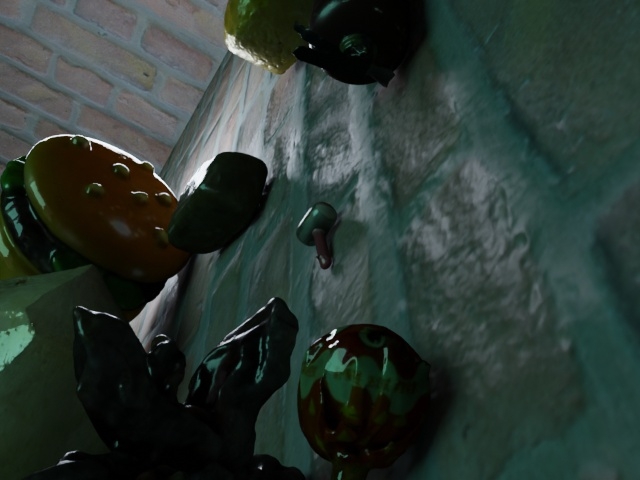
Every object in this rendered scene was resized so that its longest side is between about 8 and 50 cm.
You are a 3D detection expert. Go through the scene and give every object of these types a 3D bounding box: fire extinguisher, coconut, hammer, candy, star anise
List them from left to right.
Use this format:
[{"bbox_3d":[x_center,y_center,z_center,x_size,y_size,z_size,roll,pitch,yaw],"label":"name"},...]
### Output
[{"bbox_3d":[-0.457,0.219,1.088,0.344,0.415,0.415,56,-129,-63],"label":"coconut"},{"bbox_3d":[-0.075,0.160,0.429,0.212,0.129,0.283,-67,-30,-60],"label":"star anise"},{"bbox_3d":[-0.171,-0.057,1.127,0.234,0.102,0.104,-39,31,55],"label":"candy"},{"bbox_3d":[0.000,0.000,0.719,0.052,0.031,0.083,-55,31,32],"label":"hammer"},{"bbox_3d":[0.009,0.187,0.398,0.084,0.078,0.288,-20,53,56],"label":"candy"},{"bbox_3d":[0.041,-0.282,0.810,0.114,0.135,0.337,-54,22,41],"label":"fire extinguisher"}]

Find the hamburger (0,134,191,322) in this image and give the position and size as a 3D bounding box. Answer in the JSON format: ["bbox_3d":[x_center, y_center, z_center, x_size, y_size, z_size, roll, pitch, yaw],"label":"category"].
[{"bbox_3d":[-0.452,-0.024,1.361,0.277,0.396,0.396,-44,25,21],"label":"hamburger"}]

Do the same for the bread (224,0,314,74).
[{"bbox_3d":[-0.087,-0.411,1.253,0.197,0.170,0.197,-52,21,28],"label":"bread"}]
